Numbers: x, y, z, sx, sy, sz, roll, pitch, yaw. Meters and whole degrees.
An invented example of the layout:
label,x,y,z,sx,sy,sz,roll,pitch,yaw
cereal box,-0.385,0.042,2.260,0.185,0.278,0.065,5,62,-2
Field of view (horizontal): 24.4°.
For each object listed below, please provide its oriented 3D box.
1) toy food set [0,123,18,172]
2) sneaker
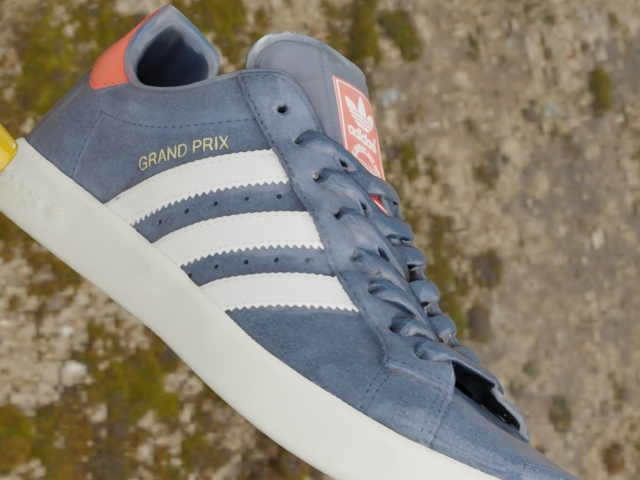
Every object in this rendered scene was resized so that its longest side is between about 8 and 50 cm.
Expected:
label,x,y,z,sx,sy,sz,roll,pitch,yaw
toy food set,-0.222,0.008,0.493,0.232,0.111,0.104,-48,110,-23
sneaker,0.000,0.000,0.629,0.148,0.350,0.131,-54,146,-3
